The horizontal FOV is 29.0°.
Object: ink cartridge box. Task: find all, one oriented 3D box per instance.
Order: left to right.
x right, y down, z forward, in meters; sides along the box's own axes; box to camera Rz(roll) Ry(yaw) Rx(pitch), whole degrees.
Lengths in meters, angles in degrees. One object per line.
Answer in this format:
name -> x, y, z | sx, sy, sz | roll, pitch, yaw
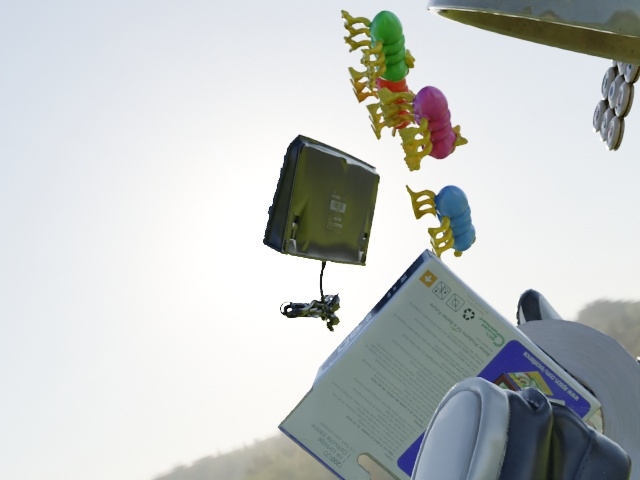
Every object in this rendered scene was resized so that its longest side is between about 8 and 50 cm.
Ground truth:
ink cartridge box -> 0.104, 0.151, 1.110 | 0.208, 0.206, 0.045 | -48, 6, 8

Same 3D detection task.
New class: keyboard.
keyboard -> 0.000, 0.000, 1.344 | 0.033, 0.202, 0.317 | 10, -1, 18

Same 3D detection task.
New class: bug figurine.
bug figurine -> 0.098, -0.120, 1.290 | 0.072, 0.279, 0.216 | -21, -38, -1

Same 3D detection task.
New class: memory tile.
memory tile -> 0.313, -0.172, 1.288 | 0.012, 0.148, 0.113 | 10, 21, -3

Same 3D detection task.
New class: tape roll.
tape roll -> 0.222, 0.190, 1.202 | 0.219, 0.219, 0.072 | -22, -30, 9

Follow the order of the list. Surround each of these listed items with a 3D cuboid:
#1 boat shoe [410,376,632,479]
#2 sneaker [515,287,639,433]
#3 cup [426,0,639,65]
boat shoe -> 0.066, 0.229, 0.562 | 0.095, 0.335, 0.112 | 21, -16, -10
sneaker -> 0.326, 0.156, 1.401 | 0.108, 0.271, 0.100 | -44, -9, 20
cup -> 0.264, -0.247, 0.886 | 0.331, 0.237, 0.331 | 12, 8, -2
